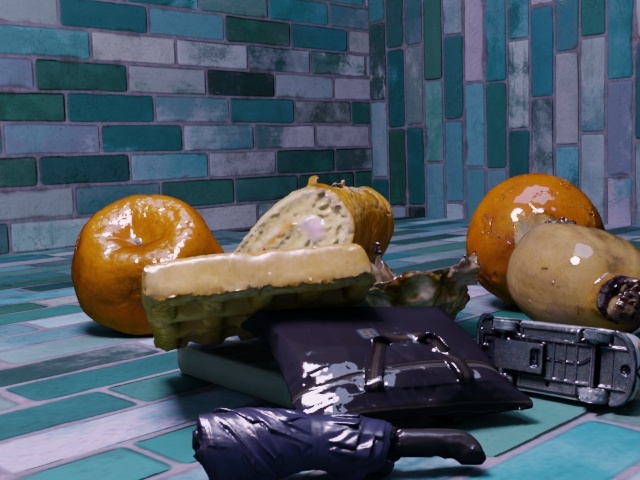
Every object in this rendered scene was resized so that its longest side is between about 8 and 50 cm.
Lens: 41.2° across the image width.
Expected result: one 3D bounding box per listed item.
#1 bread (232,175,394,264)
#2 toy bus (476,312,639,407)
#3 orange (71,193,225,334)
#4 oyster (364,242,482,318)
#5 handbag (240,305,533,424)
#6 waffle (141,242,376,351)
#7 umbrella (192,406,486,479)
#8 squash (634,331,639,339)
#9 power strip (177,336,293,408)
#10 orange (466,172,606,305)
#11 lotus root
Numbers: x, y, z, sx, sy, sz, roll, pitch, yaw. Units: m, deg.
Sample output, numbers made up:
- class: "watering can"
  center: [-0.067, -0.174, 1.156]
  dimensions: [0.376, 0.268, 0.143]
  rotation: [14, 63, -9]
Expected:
- class: "bread"
  center: [0.000, 0.000, 1.483]
  dimensions: [0.236, 0.165, 0.375]
  rotation: [-44, -10, 15]
- class: "toy bus"
  center: [0.270, 0.132, 0.951]
  dimensions: [0.193, 0.087, 0.089]
  rotation: [2, -3, 44]
- class: "orange"
  center: [-0.282, 0.056, 1.394]
  dimensions: [0.248, 0.249, 0.183]
  rotation: [-3, -39, 4]
- class: "oyster"
  center: [0.127, 0.071, 1.327]
  dimensions: [0.197, 0.133, 0.337]
  rotation: [8, -2, -7]
- class: "handbag"
  center: [0.067, 0.129, 0.896]
  dimensions: [0.254, 0.089, 0.211]
  rotation: [-1, 23, -24]
- class: "waffle"
  center: [-0.076, 0.067, 0.979]
  dimensions: [0.247, 0.055, 0.221]
  rotation: [-6, -19, -10]
- class: "umbrella"
  center: [0.015, 0.176, 0.727]
  dimensions: [0.248, 0.071, 0.071]
  rotation: [1, 5, -10]
- class: "squash"
  center: [0.554, 0.111, 1.141]
  dimensions: [0.318, 0.080, 0.071]
  rotation: [-5, 44, -22]
- class: "power strip"
  center: [-0.065, 0.152, 1.042]
  dimensions: [0.118, 0.046, 0.270]
  rotation: [-7, 8, -40]
- class: "orange"
  center: [0.369, 0.003, 1.465]
  dimensions: [0.239, 0.240, 0.240]
  rotation: [-2, 6, 0]
- class: "lotus root"
  center: [0.375, 0.063, 1.192]
  dimensions: [0.182, 0.183, 0.310]
  rotation: [-3, 8, -9]
